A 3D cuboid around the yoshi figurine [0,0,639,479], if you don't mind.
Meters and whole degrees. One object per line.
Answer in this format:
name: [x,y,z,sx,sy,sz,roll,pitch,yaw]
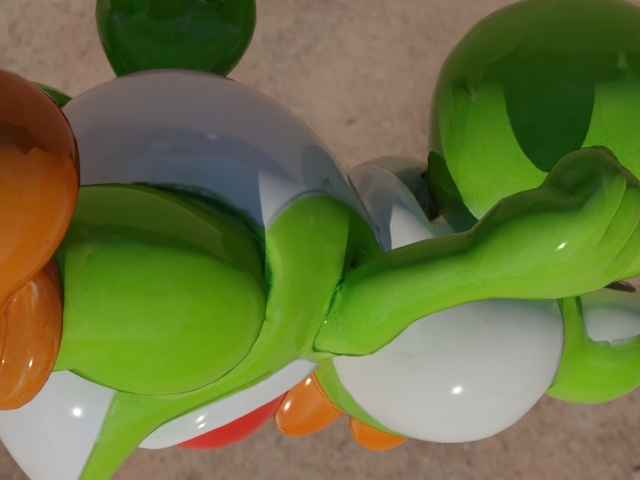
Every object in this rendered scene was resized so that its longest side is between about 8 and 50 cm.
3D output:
yoshi figurine: [0.005,-0.028,0.583,0.362,0.204,0.203,8,157,-41]
